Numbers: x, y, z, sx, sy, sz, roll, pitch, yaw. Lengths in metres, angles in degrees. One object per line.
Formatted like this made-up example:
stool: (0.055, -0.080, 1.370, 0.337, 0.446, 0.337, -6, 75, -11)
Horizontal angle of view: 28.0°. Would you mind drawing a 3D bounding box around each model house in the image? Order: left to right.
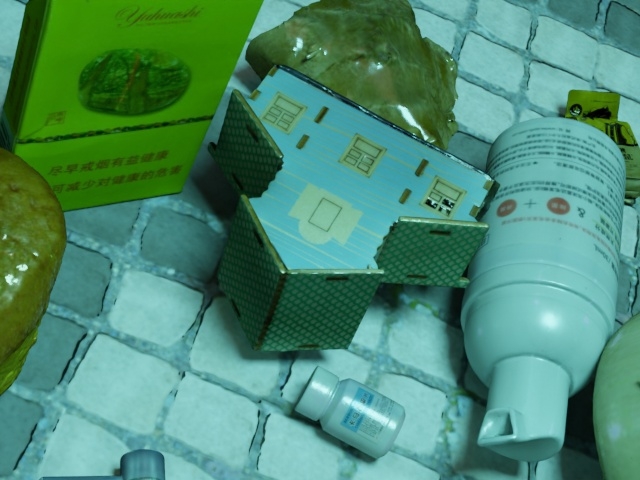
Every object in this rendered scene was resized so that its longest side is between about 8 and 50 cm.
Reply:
model house: (0.000, 0.000, 1.139, 0.271, 0.178, 0.206, 30, 52, 2)

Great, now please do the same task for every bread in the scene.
bread: (-0.334, 0.028, 1.007, 0.268, 0.146, 0.268, 10, 49, -12)

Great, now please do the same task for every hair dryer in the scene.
hair dryer: (-0.179, 0.201, 1.013, 0.114, 0.037, 0.063, 2, 55, -11)

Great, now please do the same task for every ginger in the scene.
ginger: (0.064, -0.134, 1.308, 0.218, 0.123, 0.270, -27, 78, -32)

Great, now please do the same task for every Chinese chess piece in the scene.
Chinese chess piece: (0.351, 0.178, 1.137, 0.273, 0.102, 0.273, 21, 59, -40)

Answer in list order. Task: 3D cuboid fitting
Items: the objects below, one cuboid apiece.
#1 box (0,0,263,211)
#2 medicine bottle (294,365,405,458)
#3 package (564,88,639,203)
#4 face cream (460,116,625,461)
box: (-0.164, -0.136, 1.069, 0.187, 0.335, 0.047, -10, 63, -28)
medicine bottle: (0.026, 0.149, 1.120, 0.089, 0.052, 0.052, 28, 49, 0)
package: (0.316, -0.105, 1.433, 0.071, 0.047, 0.131, 0, 54, -19)
face cream: (0.203, 0.060, 1.203, 0.145, 0.145, 0.370, 21, 51, -6)
